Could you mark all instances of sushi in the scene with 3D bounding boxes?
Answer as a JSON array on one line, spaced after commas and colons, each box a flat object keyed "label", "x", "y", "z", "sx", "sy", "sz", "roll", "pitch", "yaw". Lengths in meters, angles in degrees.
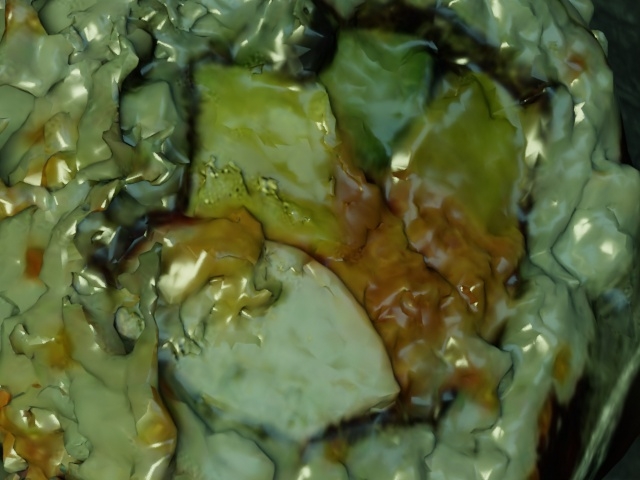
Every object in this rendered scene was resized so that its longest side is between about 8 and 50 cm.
[{"label": "sushi", "x": -0.002, "y": -0.004, "z": 0.784, "sx": 0.418, "sy": 0.176, "sz": 0.417, "roll": 7, "pitch": 78, "yaw": -35}]
